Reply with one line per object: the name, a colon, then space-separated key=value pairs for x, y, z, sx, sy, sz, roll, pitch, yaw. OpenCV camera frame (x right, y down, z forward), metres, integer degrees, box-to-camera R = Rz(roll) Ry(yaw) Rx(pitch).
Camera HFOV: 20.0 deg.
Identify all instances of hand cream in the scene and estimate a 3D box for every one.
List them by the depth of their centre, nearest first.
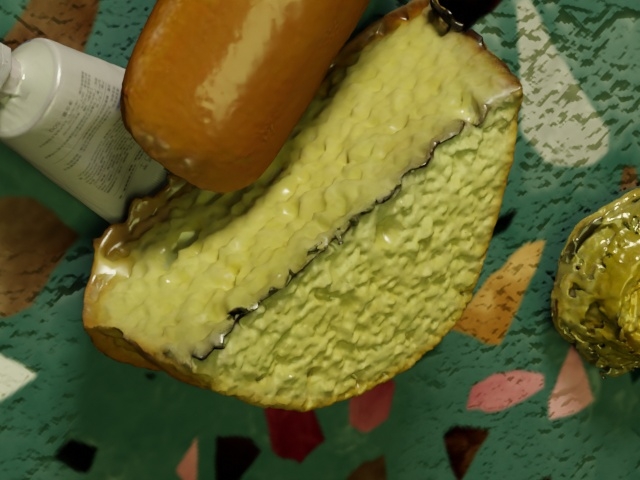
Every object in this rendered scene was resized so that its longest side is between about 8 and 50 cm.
hand cream: x=-0.123 y=-0.061 z=0.927 sx=0.142 sy=0.053 sz=0.084 roll=29 pitch=97 yaw=-49

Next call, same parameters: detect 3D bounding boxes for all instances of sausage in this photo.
sausage: x=-0.020 y=-0.140 z=0.907 sx=0.098 sy=0.098 sz=0.238 roll=30 pitch=89 yaw=-33

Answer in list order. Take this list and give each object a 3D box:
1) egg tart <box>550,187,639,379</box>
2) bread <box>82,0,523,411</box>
egg tart: x=0.201 y=0.031 z=1.122 sx=0.130 sy=0.052 sz=0.130 roll=-12 pitch=116 yaw=-25
bread: x=0.008 y=0.002 z=0.967 sx=0.260 sy=0.129 sz=0.134 roll=-42 pitch=134 yaw=-7
